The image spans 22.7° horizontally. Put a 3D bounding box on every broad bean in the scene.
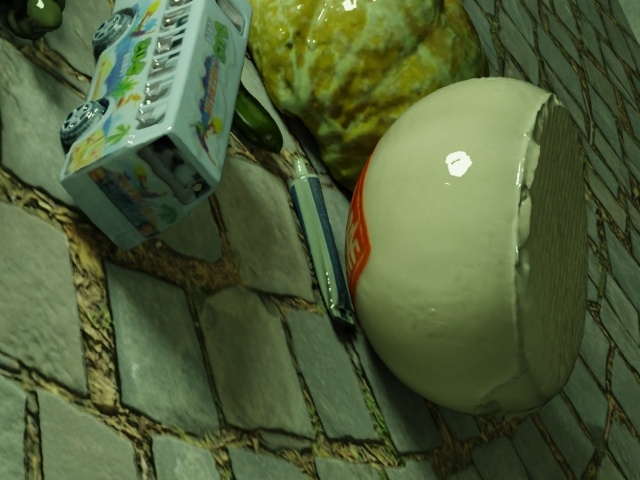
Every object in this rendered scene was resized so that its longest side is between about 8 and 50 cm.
[{"bbox_3d":[-0.111,-0.187,1.725,0.227,0.039,0.069,58,19,-2],"label":"broad bean"}]

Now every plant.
[{"bbox_3d":[-0.268,-0.256,1.465,0.087,0.085,0.174,9,56,-29],"label":"plant"}]

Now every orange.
[{"bbox_3d":[0.068,-0.221,1.888,0.369,0.210,0.271,48,49,-20],"label":"orange"}]

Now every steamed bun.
[{"bbox_3d":[0.154,0.006,1.736,0.374,0.241,0.374,2,90,-68],"label":"steamed bun"}]

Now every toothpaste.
[{"bbox_3d":[0.000,0.000,1.732,0.057,0.034,0.197,29,42,-63],"label":"toothpaste"}]

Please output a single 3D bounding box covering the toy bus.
[{"bbox_3d":[-0.147,-0.142,1.486,0.109,0.136,0.330,48,28,-29],"label":"toy bus"}]
